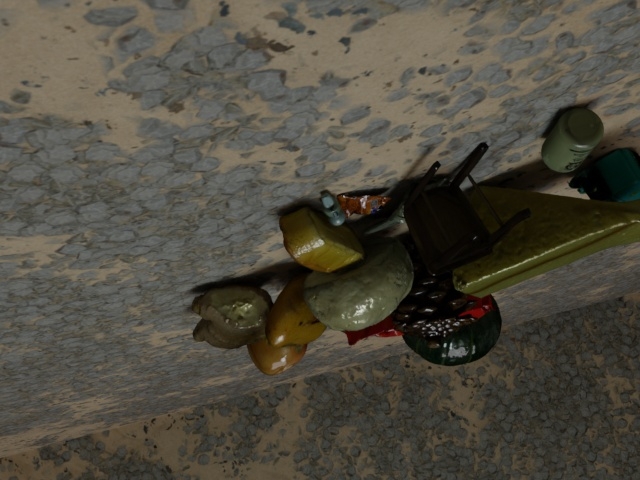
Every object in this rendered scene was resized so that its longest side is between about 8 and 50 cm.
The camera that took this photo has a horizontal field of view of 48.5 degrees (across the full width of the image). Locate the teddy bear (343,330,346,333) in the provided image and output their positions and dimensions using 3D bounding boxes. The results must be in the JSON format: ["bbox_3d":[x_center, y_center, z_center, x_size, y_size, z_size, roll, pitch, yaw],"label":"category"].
[{"bbox_3d":[0.098,0.200,2.028,0.176,0.140,0.190,-14,154,4],"label":"teddy bear"}]

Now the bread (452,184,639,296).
[{"bbox_3d":[0.494,0.023,1.478,0.361,0.245,0.233,10,176,31],"label":"bread"}]

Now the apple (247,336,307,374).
[{"bbox_3d":[-0.125,0.285,2.003,0.199,0.199,0.199,-14,162,-5],"label":"apple"}]

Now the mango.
[{"bbox_3d":[-0.039,0.167,1.692,0.120,0.177,0.295,17,-167,9],"label":"mango"}]

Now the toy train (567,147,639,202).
[{"bbox_3d":[0.644,-0.123,1.566,0.154,0.107,0.197,-34,156,26],"label":"toy train"}]

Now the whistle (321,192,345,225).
[{"bbox_3d":[0.022,-0.058,1.326,0.035,0.035,0.100,-19,147,9],"label":"whistle"}]

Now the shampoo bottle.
[{"bbox_3d":[0.446,-0.171,1.287,0.079,0.079,0.162,-14,162,-6],"label":"shampoo bottle"}]

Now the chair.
[{"bbox_3d":[0.226,-0.029,1.363,0.160,0.186,0.319,-21,164,-28],"label":"chair"}]

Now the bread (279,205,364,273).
[{"bbox_3d":[0.000,0.000,1.397,0.094,0.102,0.245,-28,161,18],"label":"bread"}]

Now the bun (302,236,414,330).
[{"bbox_3d":[0.093,0.105,1.552,0.259,0.152,0.259,-23,-169,5],"label":"bun"}]

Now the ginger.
[{"bbox_3d":[-0.218,0.180,1.707,0.221,0.130,0.275,12,147,-44],"label":"ginger"}]

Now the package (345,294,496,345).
[{"bbox_3d":[0.256,0.138,1.858,0.423,0.196,0.123,-10,159,-16],"label":"package"}]

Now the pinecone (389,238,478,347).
[{"bbox_3d":[0.253,0.120,1.681,0.224,0.273,0.224,-9,161,-3],"label":"pinecone"}]

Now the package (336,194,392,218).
[{"bbox_3d":[0.079,-0.067,1.364,0.110,0.033,0.077,-5,170,-16],"label":"package"}]

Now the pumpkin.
[{"bbox_3d":[0.366,0.214,2.038,0.299,0.300,0.207,-12,133,-12],"label":"pumpkin"}]
